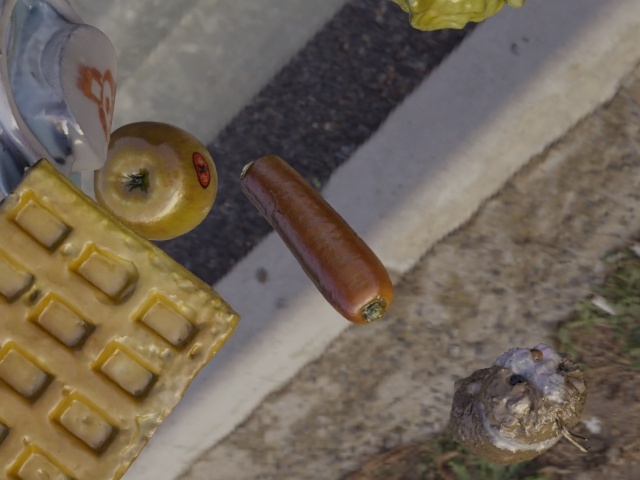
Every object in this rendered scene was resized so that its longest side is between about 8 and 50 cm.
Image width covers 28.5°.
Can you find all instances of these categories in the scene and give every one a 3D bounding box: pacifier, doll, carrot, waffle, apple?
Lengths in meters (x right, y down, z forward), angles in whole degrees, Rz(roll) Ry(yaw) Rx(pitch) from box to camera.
[{"bbox_3d":[-0.306,-0.132,1.197,0.207,0.227,0.279,-10,54,15],"label":"pacifier"},{"bbox_3d":[0.184,0.168,1.263,0.221,0.105,0.115,-30,78,65],"label":"doll"},{"bbox_3d":[0.000,0.000,1.256,0.067,0.067,0.225,-51,55,16],"label":"carrot"},{"bbox_3d":[-0.223,0.091,1.043,0.221,0.055,0.248,39,76,-4],"label":"waffle"},{"bbox_3d":[-0.237,-0.085,1.790,0.182,0.155,0.182,2,98,14],"label":"apple"}]

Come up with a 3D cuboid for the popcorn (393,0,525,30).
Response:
[{"bbox_3d":[0.152,-0.325,1.312,0.181,0.217,0.235,111,169,-54],"label":"popcorn"}]
